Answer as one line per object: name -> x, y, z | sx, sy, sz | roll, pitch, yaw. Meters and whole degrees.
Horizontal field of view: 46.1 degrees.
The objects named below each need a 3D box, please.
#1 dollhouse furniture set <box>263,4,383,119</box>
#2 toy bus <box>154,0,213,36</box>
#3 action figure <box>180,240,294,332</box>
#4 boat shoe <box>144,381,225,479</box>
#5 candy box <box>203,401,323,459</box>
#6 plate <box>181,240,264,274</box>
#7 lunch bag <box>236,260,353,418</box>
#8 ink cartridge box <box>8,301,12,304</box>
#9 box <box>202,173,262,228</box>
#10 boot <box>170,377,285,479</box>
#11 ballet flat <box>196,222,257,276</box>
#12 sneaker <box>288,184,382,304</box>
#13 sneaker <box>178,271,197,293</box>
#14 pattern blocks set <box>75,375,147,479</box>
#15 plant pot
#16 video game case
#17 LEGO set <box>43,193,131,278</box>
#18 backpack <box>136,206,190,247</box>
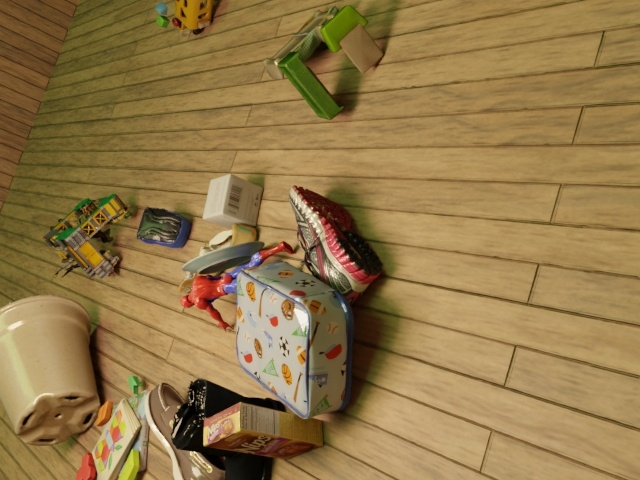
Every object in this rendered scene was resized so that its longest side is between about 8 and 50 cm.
dollhouse furniture set -> 0.008, -0.401, 1.682 | 0.197, 0.151, 0.301 | -43, 20, -2
toy bus -> -0.382, -0.691, 2.288 | 0.191, 0.202, 0.104 | -48, 70, 14
action figure -> -0.168, 0.107, 1.631 | 0.280, 0.139, 0.092 | -20, 51, 18
boat shoe -> -0.276, 0.406, 1.579 | 0.097, 0.116, 0.324 | -53, 42, 12
candy box -> -0.099, 0.338, 1.322 | 0.109, 0.186, 0.053 | -32, 48, 39
plate -> -0.208, 0.043, 1.637 | 0.188, 0.188, 0.024 | -26, 79, 43
lunch bag -> -0.057, 0.179, 1.376 | 0.303, 0.114, 0.243 | 25, 120, 55
ink cartridge box -> -0.873, 0.300, 2.299 | 0.092, 0.217, 0.159 | 35, 100, 53
box -> -0.204, -0.087, 1.752 | 0.087, 0.102, 0.101 | -10, 65, 47
boot -> -0.187, 0.391, 1.390 | 0.094, 0.207, 0.247 | 6, 77, 53
ballet flat -> -0.242, 0.024, 1.765 | 0.232, 0.073, 0.080 | -38, 44, 35
sneaker -> 0.000, 0.000, 1.432 | 0.112, 0.120, 0.299 | -54, 39, 23
sneaker -> -0.326, 0.094, 1.878 | 0.083, 0.031, 0.037 | -55, 24, 8
pattern blocks set -> -0.508, 0.498, 1.855 | 0.285, 0.026, 0.325 | 21, 89, 54
plant pot -> -0.754, 0.374, 2.065 | 0.334, 0.333, 0.305 | -53, 50, 19
video game case -> -0.490, 0.494, 1.877 | 0.212, 0.023, 0.194 | -30, 50, 40
LEGO set -> -0.685, 0.001, 2.304 | 0.331, 0.192, 0.255 | -9, 36, 46
backpack -> -0.403, -0.031, 1.982 | 0.120, 0.101, 0.098 | 8, 81, 20
